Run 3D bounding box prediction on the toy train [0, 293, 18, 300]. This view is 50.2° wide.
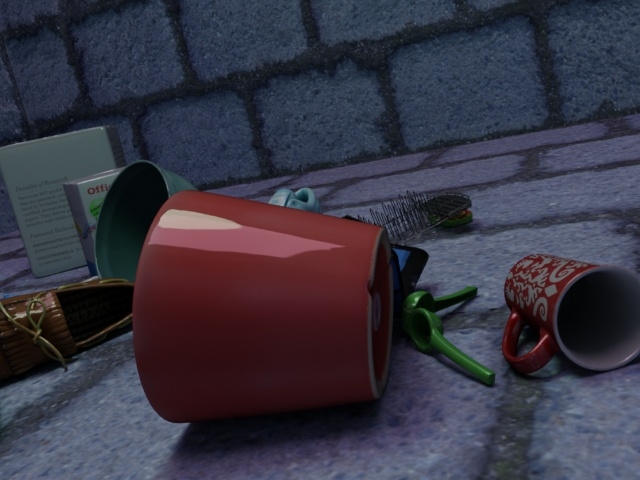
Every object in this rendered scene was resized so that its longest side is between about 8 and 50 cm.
[{"bbox_3d":[-0.709,0.173,1.450,0.105,0.080,0.184,-14,10,42],"label":"toy train"}]

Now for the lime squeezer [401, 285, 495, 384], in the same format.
[{"bbox_3d":[0.159,0.115,0.899,0.109,0.059,0.310,21,16,3],"label":"lime squeezer"}]

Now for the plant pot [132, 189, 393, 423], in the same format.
[{"bbox_3d":[-0.046,0.078,0.790,0.243,0.275,0.275,1,15,14],"label":"plant pot"}]

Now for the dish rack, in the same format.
[{"bbox_3d":[0.183,-0.054,1.478,0.271,0.074,0.208,-27,16,-10],"label":"dish rack"}]

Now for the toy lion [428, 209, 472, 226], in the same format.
[{"bbox_3d":[0.293,-0.053,1.543,0.100,0.034,0.096,-10,20,16],"label":"toy lion"}]

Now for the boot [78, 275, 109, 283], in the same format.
[{"bbox_3d":[-0.541,0.124,1.494,0.086,0.069,0.190,4,22,46],"label":"boot"}]

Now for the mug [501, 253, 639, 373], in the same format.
[{"bbox_3d":[0.270,0.075,0.793,0.150,0.113,0.169,-12,9,-4],"label":"mug"}]

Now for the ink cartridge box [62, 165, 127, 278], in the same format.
[{"bbox_3d":[-0.514,-0.045,1.760,0.198,0.270,0.197,-20,14,-27],"label":"ink cartridge box"}]

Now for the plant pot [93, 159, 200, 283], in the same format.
[{"bbox_3d":[-0.333,-0.009,1.493,0.293,0.293,0.196,-1,-10,44],"label":"plant pot"}]

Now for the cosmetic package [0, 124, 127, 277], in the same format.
[{"bbox_3d":[-0.767,-0.138,2.159,0.327,0.394,0.329,-15,11,-8],"label":"cosmetic package"}]

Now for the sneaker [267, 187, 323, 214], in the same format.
[{"bbox_3d":[-0.104,-0.036,1.582,0.135,0.150,0.366,-9,13,23],"label":"sneaker"}]

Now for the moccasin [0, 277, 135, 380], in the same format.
[{"bbox_3d":[-0.468,0.153,1.179,0.147,0.139,0.380,-14,-1,41],"label":"moccasin"}]

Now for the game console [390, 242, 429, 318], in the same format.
[{"bbox_3d":[0.000,0.000,1.029,0.293,0.250,0.173,9,60,18],"label":"game console"}]
